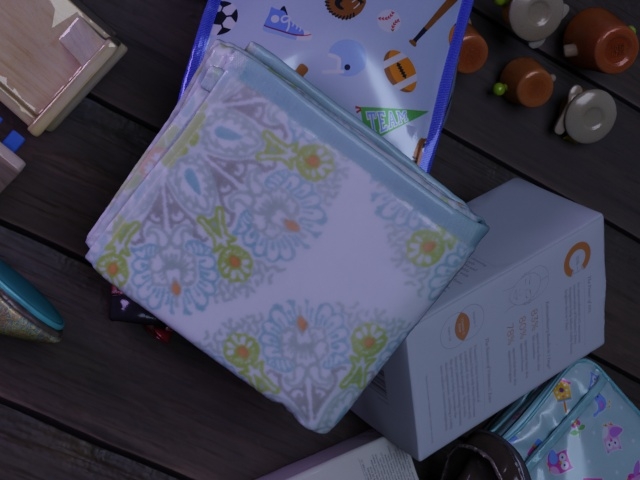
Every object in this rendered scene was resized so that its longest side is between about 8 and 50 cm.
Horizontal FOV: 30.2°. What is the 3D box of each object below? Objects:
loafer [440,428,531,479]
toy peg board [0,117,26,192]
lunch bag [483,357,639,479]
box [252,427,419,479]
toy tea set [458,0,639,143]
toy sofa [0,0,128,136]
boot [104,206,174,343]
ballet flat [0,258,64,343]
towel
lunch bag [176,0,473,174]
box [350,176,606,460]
[{"bbox_3d":[0.178,0.428,1.543,0.130,0.134,0.366,6,95,-42],"label":"loafer"},{"bbox_3d":[-0.420,-0.129,1.387,0.161,0.161,0.079,40,54,-15],"label":"toy peg board"},{"bbox_3d":[0.335,0.315,1.691,0.279,0.108,0.224,-45,102,-22],"label":"lunch bag"},{"bbox_3d":[-0.009,0.342,1.541,0.275,0.094,0.113,-18,91,-25],"label":"box"},{"bbox_3d":[0.319,-0.288,1.779,0.336,0.124,0.200,21,105,-24],"label":"toy tea set"},{"bbox_3d":[-0.416,-0.300,1.426,0.362,0.177,0.150,42,94,-14],"label":"toy sofa"},{"bbox_3d":[-0.151,0.041,1.522,0.244,0.088,0.176,-3,85,-17],"label":"boot"},{"bbox_3d":[-0.453,0.017,1.382,0.348,0.123,0.123,47,68,-13],"label":"ballet flat"},{"bbox_3d":[-0.047,-0.005,1.360,0.374,0.090,0.320,37,106,-2],"label":"towel"},{"bbox_3d":[-0.003,-0.181,1.490,0.328,0.239,0.385,14,72,2],"label":"lunch bag"},{"bbox_3d":[0.199,0.095,1.574,0.345,0.168,0.215,-26,126,-27],"label":"box"}]
